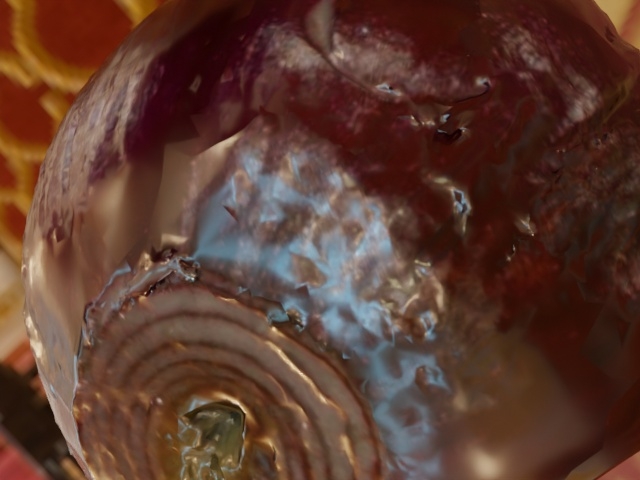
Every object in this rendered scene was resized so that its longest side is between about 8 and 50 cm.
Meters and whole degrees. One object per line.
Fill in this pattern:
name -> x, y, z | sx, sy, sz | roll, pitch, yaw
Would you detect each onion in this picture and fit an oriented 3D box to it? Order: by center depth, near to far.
onion -> 0.000, 0.000, 0.894 | 0.336, 0.282, 0.260 | -14, 110, 47
